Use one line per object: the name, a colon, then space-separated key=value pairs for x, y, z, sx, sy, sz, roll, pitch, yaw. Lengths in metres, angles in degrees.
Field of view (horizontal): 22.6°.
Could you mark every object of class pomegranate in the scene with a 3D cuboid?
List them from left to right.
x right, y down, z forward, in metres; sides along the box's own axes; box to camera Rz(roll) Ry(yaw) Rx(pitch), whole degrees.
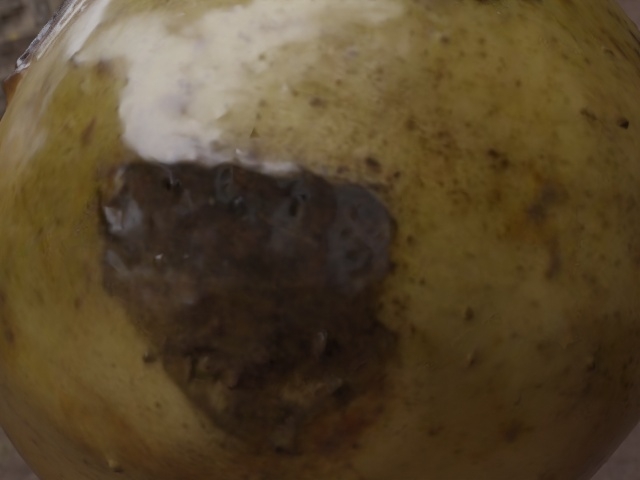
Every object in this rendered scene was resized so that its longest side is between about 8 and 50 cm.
pomegranate: x=0.000 y=0.000 z=0.592 sx=0.281 sy=0.281 sz=0.281 roll=-12 pitch=16 yaw=4
